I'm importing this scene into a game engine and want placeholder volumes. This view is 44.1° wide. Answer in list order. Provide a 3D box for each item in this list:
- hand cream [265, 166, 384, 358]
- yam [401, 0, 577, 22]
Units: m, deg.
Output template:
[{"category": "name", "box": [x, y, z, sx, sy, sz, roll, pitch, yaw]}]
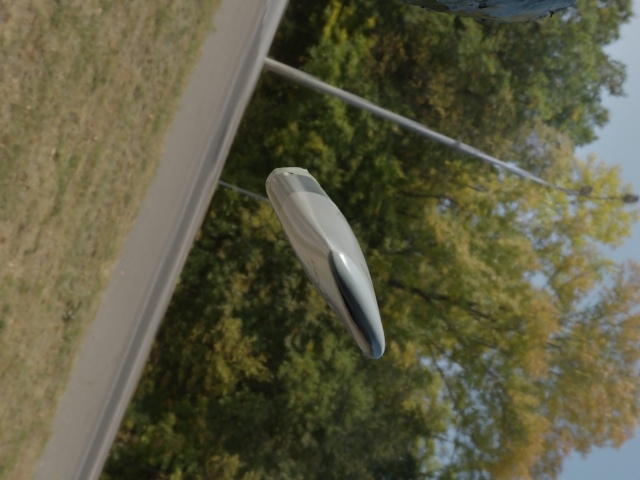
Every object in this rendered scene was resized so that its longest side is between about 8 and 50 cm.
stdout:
[{"category": "hand cream", "box": [0.000, 0.000, 0.576, 0.048, 0.079, 0.255, -29, -158, 1]}, {"category": "yam", "box": [0.123, -0.299, 0.689, 0.201, 0.271, 0.202, 58, -46, 44]}]
